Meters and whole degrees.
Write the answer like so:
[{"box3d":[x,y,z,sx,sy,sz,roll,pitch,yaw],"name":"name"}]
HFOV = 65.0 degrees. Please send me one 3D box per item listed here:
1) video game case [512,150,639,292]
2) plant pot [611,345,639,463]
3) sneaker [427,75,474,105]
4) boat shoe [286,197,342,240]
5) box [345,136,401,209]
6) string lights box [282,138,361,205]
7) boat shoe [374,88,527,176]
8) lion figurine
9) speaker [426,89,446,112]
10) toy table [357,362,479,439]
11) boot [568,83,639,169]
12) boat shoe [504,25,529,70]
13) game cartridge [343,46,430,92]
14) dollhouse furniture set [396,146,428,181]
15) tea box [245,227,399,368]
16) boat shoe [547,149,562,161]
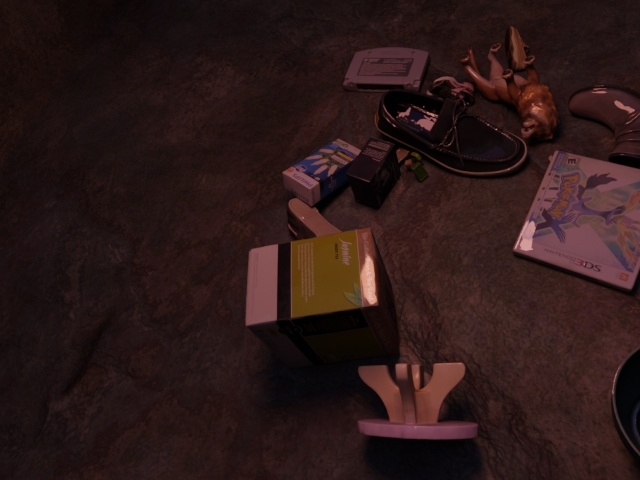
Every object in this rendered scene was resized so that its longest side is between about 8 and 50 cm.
[{"box3d":[0.725,-0.063,1.350,0.300,0.036,0.329,22,79,29],"name":"video game case"},{"box3d":[0.739,0.365,1.015,0.293,0.196,0.293,-9,57,14],"name":"plant pot"},{"box3d":[0.451,-0.497,1.695,0.178,0.072,0.077,0,65,-19],"name":"sneaker"},{"box3d":[0.000,0.000,1.576,0.112,0.095,0.335,-19,54,-29],"name":"boat shoe"},{"box3d":[0.171,-0.211,1.595,0.093,0.156,0.158,25,70,29],"name":"box"},{"box3d":[0.016,-0.228,1.662,0.260,0.077,0.133,-36,53,-29],"name":"string lights box"},{"box3d":[0.396,-0.343,1.572,0.500,0.156,0.187,26,78,18],"name":"boat shoe"},{"box3d":[0.605,-0.483,1.609,0.142,0.240,0.392,-34,39,9],"name":"lion figurine"},{"box3d":[0.410,-0.469,1.735,0.055,0.055,0.136,-18,55,8],"name":"speaker"},{"box3d":[0.221,0.373,1.183,0.274,0.252,0.161,-3,75,8],"name":"toy table"},{"box3d":[0.870,-0.321,1.454,0.338,0.118,0.222,18,72,32],"name":"boot"},{"box3d":[0.694,-0.672,1.766,0.072,0.068,0.190,0,69,5],"name":"boat shoe"},{"box3d":[0.253,-0.647,1.903,0.297,0.062,0.198,10,59,24],"name":"game cartridge"},{"box3d":[0.290,-0.250,1.660,0.076,0.058,0.152,-45,37,-2],"name":"dollhouse furniture set"},{"box3d":[0.018,0.165,1.308,0.323,0.329,0.220,-9,56,12],"name":"tea box"},{"box3d":[0.721,-0.206,1.456,0.049,0.056,0.152,-48,49,28],"name":"boat shoe"}]
